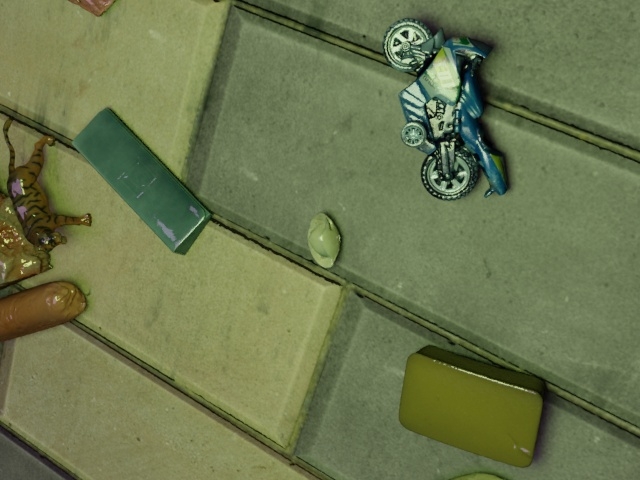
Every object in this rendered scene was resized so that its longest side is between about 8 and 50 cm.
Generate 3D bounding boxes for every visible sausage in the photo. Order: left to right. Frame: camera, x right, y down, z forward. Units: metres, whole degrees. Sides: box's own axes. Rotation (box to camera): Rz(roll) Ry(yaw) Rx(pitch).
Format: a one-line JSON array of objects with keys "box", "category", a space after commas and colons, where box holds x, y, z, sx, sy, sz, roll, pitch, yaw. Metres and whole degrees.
[{"box": [-0.564, 0.139, 1.418, 0.289, 0.086, 0.086, -18, 93, 29], "category": "sausage"}]

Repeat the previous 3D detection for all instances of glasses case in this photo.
[{"box": [-0.305, -0.097, 1.245, 0.266, 0.056, 0.105, 45, 118, 11], "category": "glasses case"}]

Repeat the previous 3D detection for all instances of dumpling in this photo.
[{"box": [0.001, -0.001, 1.119, 0.059, 0.043, 0.077, -7, 115, 45], "category": "dumpling"}]

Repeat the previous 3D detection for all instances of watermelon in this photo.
[{"box": [-0.696, -0.007, 1.414, 0.302, 0.151, 0.264, -17, 93, 30], "category": "watermelon"}]

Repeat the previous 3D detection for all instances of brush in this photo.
[{"box": [0.215, 0.231, 1.052, 0.197, 0.059, 0.123, 14, 111, 25], "category": "brush"}]

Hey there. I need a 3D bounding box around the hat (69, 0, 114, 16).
[{"box": [-0.421, -0.517, 1.173, 0.286, 0.107, 0.237, 26, 114, -6], "category": "hat"}]

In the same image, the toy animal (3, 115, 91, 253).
[{"box": [-0.520, -0.095, 1.323, 0.114, 0.116, 0.255, -27, 89, 28], "category": "toy animal"}]

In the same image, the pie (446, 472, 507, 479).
[{"box": [0.224, 0.440, 1.101, 0.185, 0.052, 0.218, 25, 114, 19], "category": "pie"}]

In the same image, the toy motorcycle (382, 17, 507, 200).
[{"box": [0.172, -0.172, 0.963, 0.135, 0.092, 0.254, -14, 104, 20], "category": "toy motorcycle"}]
